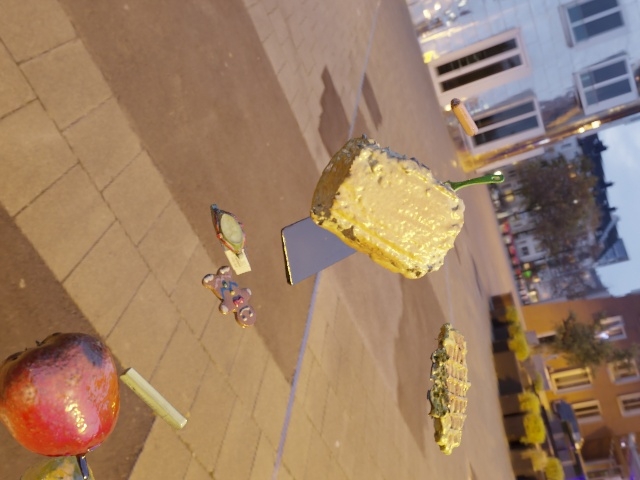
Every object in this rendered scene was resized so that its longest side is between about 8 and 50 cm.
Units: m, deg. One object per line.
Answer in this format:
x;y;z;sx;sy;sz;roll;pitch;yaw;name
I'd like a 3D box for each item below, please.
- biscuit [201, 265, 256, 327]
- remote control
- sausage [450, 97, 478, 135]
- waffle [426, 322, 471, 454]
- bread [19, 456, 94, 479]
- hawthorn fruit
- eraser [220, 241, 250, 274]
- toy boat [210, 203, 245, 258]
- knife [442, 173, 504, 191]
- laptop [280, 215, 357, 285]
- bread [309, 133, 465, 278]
-0.264;0.173;1.788;0.205;0.031;0.138;56;39;3;biscuit
-0.482;0.457;1.694;0.233;0.098;0.038;45;56;-7;remote control
0.268;-0.231;1.100;0.116;0.026;0.026;32;44;-56;sausage
0.341;0.388;1.545;0.307;0.060;0.312;68;31;-33;waffle
-0.722;0.690;1.610;0.197;0.170;0.197;26;55;-45;bread
-0.622;0.407;1.421;0.285;0.284;0.369;-24;102;-73;hawthorn fruit
-0.282;0.016;1.924;0.210;0.068;0.125;83;-12;-65;eraser
-0.273;-0.029;1.753;0.185;0.089;0.071;62;-23;-7;toy boat
0.395;-0.146;1.538;0.022;0.166;0.078;48;38;-44;knife
0.000;0.000;1.241;0.197;0.016;0.135;-25;121;-34;laptop
0.113;-0.049;0.932;0.245;0.174;0.121;29;4;-19;bread
